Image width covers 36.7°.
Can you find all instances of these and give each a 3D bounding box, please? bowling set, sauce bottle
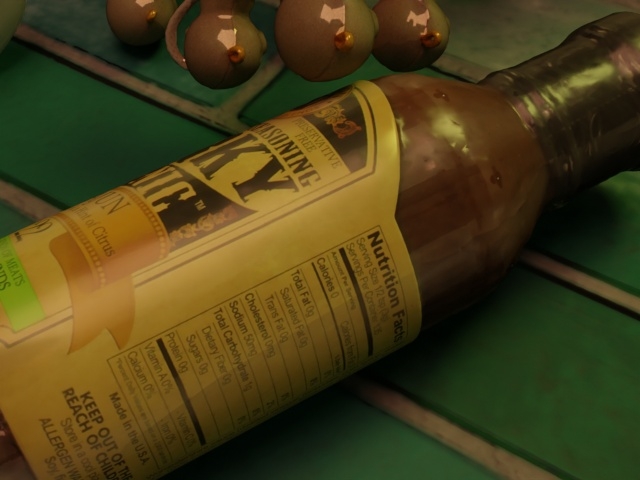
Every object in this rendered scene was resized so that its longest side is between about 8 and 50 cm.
[{"bbox_3d":[0.019,-0.145,0.496,0.200,0.154,0.287,4,19,-28],"label":"bowling set"},{"bbox_3d":[0.000,0.000,0.399,0.344,0.111,0.111,-26,52,-17],"label":"sauce bottle"}]

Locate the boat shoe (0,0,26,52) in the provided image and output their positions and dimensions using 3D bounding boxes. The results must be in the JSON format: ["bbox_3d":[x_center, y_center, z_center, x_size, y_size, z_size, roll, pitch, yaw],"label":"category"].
[{"bbox_3d":[-0.313,-0.099,0.524,0.301,0.108,0.102,-32,55,-10],"label":"boat shoe"}]
